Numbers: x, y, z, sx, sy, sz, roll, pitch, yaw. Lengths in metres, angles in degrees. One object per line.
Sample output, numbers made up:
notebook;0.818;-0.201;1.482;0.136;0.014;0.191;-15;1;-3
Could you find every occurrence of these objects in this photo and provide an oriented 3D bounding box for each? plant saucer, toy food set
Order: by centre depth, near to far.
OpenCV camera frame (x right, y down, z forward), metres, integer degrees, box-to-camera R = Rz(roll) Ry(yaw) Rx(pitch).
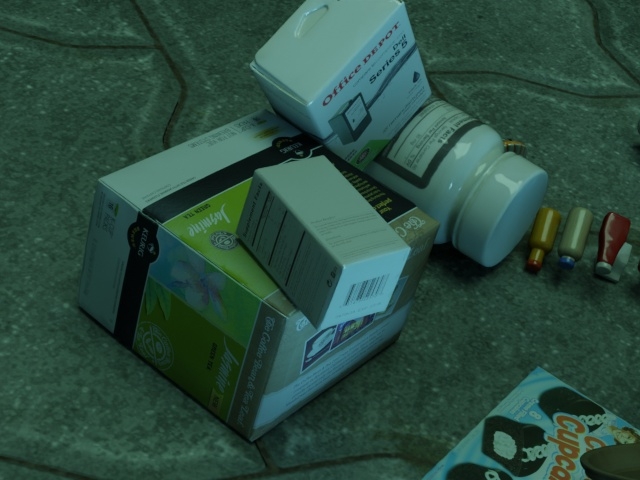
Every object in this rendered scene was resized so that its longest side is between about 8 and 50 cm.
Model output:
plant saucer;0.434;0.271;1.534;0.278;0.041;0.278;2;2;0
toy food set;0.443;0.029;2.109;0.232;0.111;0.104;25;66;-7

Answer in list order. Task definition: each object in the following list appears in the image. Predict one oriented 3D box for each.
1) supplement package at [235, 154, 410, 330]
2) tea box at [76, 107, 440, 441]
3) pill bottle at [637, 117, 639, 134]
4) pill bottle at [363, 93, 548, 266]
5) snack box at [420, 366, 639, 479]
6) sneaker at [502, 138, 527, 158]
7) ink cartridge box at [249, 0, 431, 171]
supplement package;0.000;0.000;1.576;0.105;0.105;0.179;-15;50;-36
tea box;-0.081;0.031;1.776;0.323;0.220;0.329;35;39;24
pill bottle;0.662;-0.159;2.434;0.117;0.117;0.215;-4;41;-27
pill bottle;0.154;-0.121;2.095;0.361;0.204;0.204;34;38;22
snack box;0.271;0.294;1.703;0.187;0.060;0.322;33;38;20
sneaker;0.255;-0.140;2.272;0.215;0.084;0.083;-9;38;-31
ink cartridge box;0.035;-0.225;1.900;0.115;0.273;0.198;38;82;23
